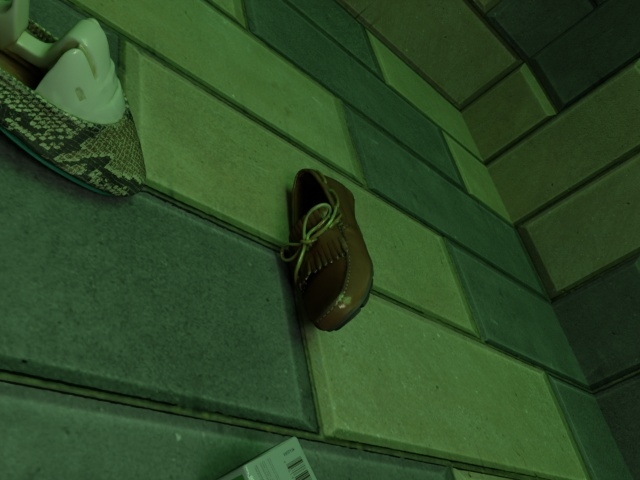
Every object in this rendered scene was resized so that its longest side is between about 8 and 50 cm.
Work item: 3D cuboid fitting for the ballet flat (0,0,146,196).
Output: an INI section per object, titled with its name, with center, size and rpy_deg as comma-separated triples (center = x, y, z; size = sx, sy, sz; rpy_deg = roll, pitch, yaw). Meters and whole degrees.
[ballet flat]
center = -0.367, -0.235, 0.716
size = 0.482, 0.182, 0.164
rpy_deg = 38, 31, -27

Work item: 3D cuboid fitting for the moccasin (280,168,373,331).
[moccasin]
center = 0.002, -0.002, 1.060
size = 0.147, 0.139, 0.380
rpy_deg = 36, 32, -27

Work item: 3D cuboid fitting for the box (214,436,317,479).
[box]
center = -0.061, 0.293, 0.694
size = 0.102, 0.087, 0.101
rpy_deg = -5, 63, -57
